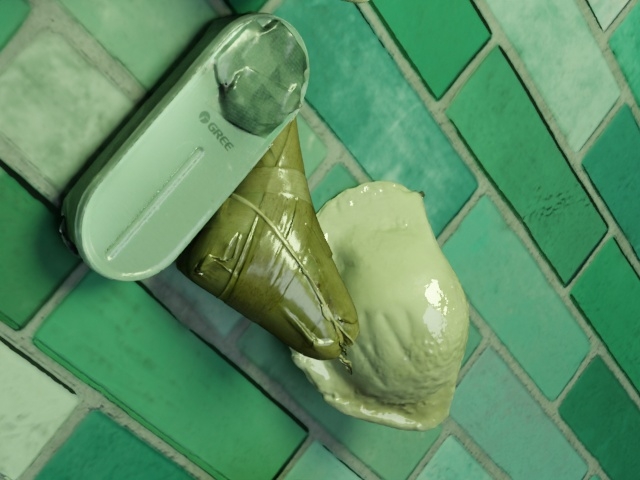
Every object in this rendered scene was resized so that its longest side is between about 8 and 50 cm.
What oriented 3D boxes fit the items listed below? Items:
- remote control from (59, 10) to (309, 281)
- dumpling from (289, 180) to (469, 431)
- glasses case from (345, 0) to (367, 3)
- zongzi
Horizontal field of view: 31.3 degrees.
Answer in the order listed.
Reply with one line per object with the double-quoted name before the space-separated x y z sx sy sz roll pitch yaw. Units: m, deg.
"remote control" -0.102 -0.076 0.891 0.247 0.052 0.104 -50 133 -12
"dumpling" 0.048 0.072 1.039 0.167 0.126 0.215 -11 121 -10
"glasses case" 0.023 -0.336 0.827 0.070 0.131 0.312 9 102 -41
"zongzi" 0.000 0.000 0.959 0.189 0.081 0.178 35 77 -14
